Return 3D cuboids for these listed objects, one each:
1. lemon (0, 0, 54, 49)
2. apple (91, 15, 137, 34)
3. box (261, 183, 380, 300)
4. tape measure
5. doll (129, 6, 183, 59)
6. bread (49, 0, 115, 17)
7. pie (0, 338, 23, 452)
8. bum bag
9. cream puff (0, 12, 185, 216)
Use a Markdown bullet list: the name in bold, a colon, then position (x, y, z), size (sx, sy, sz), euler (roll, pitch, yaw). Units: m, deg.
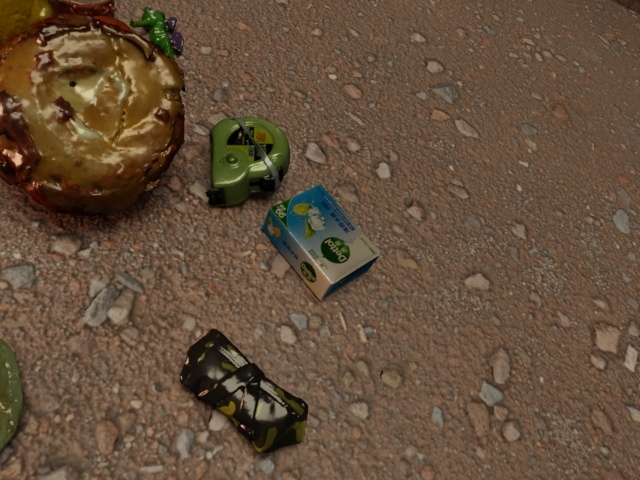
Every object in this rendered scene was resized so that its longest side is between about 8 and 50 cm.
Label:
- **lemon**: position (-0.642, -0.458, 1.031), size (0.253, 0.228, 0.228), euler (8, 54, -21)
- **apple**: position (-0.437, -0.372, 1.097), size (0.163, 0.163, 0.139), euler (32, 59, 2)
- **box**: position (0.000, 0.000, 1.061), size (0.139, 0.073, 0.194), euler (-29, 71, -35)
- **tape measure**: position (-0.149, -0.169, 1.103), size (0.175, 0.106, 0.200), euler (-5, 56, -8)
- **doll**: position (-0.382, -0.481, 1.263), size (0.115, 0.050, 0.190), euler (-7, 62, -30)
- **bread**: position (-0.550, -0.552, 1.230), size (0.160, 0.073, 0.160), euler (13, 51, -16)
- **pie**: position (-0.521, 0.214, 0.720), size (0.240, 0.054, 0.241), euler (10, 53, -13)
- **bum bag**: position (-0.120, 0.243, 0.854), size (0.232, 0.060, 0.107), euler (39, 61, 9)
- **cream puff**: position (-0.411, -0.213, 0.938), size (0.350, 0.228, 0.351), euler (0, 90, -31)
